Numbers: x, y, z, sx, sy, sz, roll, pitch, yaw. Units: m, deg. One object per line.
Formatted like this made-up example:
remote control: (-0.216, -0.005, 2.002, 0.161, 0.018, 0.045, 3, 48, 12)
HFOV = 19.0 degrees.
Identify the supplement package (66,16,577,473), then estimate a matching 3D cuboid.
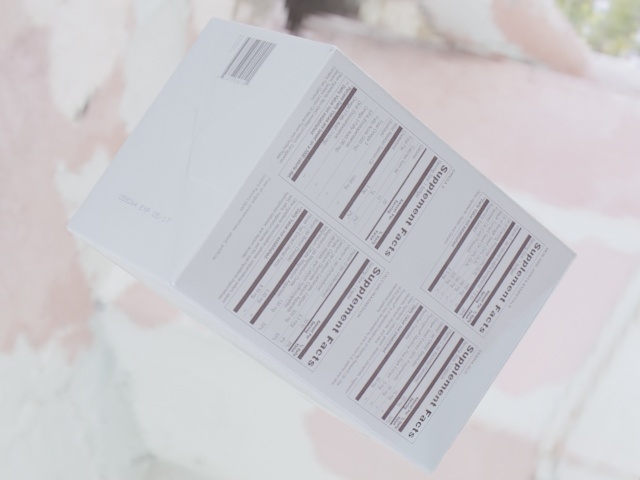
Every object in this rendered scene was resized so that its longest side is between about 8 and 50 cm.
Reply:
supplement package: (0.000, 0.000, 1.393, 0.262, 0.199, 0.198, 38, -97, -30)
